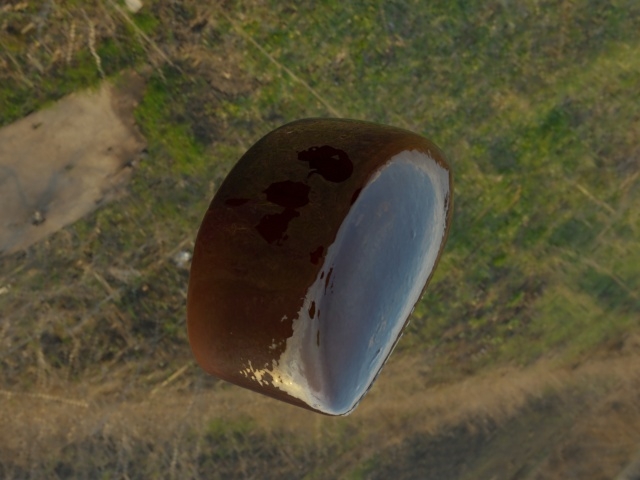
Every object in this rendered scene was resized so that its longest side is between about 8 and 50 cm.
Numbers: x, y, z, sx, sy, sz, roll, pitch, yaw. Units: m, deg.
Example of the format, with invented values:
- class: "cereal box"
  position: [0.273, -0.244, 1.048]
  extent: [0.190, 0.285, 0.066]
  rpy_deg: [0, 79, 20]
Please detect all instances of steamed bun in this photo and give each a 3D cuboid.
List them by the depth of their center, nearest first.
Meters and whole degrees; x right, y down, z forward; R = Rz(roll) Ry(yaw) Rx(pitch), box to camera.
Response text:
- class: "steamed bun"
  position: [0.000, 0.000, 1.073]
  extent: [0.379, 0.235, 0.248]
  rpy_deg: [-58, 146, -28]
